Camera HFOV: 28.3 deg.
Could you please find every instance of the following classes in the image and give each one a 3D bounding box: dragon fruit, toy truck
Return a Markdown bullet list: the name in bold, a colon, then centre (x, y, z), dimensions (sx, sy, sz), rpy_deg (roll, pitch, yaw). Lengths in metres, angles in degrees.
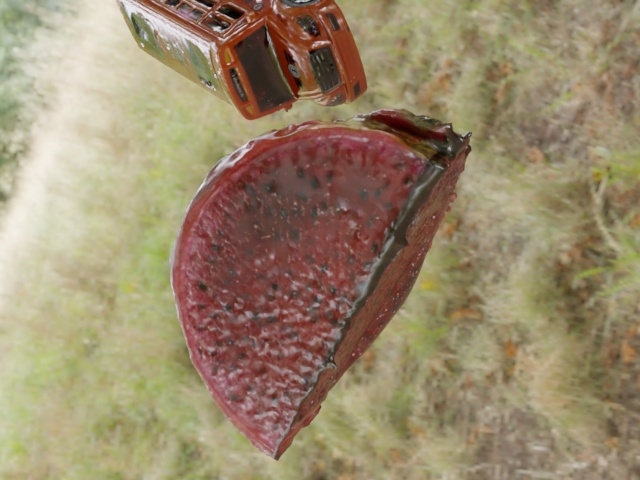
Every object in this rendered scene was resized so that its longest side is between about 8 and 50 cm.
- **dragon fruit**: centre (0.000, 0.000, 0.862), dimensions (0.261, 0.189, 0.163), rpy_deg (-59, 19, 26)
- **toy truck**: centre (-0.074, -0.186, 1.118), dimensions (0.114, 0.107, 0.253), rpy_deg (-38, 45, -17)
